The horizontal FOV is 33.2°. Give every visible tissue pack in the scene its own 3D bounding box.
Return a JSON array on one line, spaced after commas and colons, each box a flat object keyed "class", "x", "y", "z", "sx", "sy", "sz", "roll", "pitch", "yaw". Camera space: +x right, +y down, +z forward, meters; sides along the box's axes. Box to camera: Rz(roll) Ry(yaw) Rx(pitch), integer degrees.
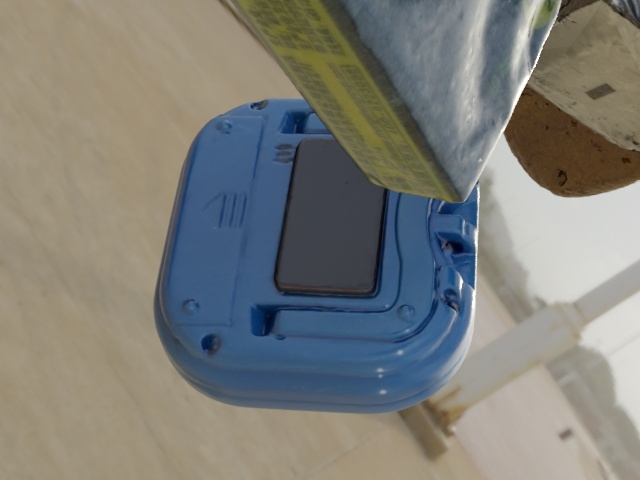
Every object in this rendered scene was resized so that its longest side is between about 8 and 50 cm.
[{"class": "tissue pack", "x": 0.032, "y": -0.160, "z": 0.488, "sx": 0.081, "sy": 0.185, "sz": 0.257, "roll": 14, "pitch": -21, "yaw": 34}, {"class": "tissue pack", "x": 0.340, "y": -0.272, "z": 0.967, "sx": 0.198, "sy": 0.370, "sz": 0.210, "roll": 35, "pitch": -14, "yaw": -16}]

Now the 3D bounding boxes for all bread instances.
[{"class": "bread", "x": 0.327, "y": -0.171, "z": 1.264, "sx": 0.253, "sy": 0.142, "sz": 0.227, "roll": -3, "pitch": -71, "yaw": 54}]

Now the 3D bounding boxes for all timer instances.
[{"class": "timer", "x": 0.000, "y": 0.000, "z": 1.065, "sx": 0.115, "sy": 0.309, "sz": 0.340, "roll": 80, "pitch": 15, "yaw": -57}]
